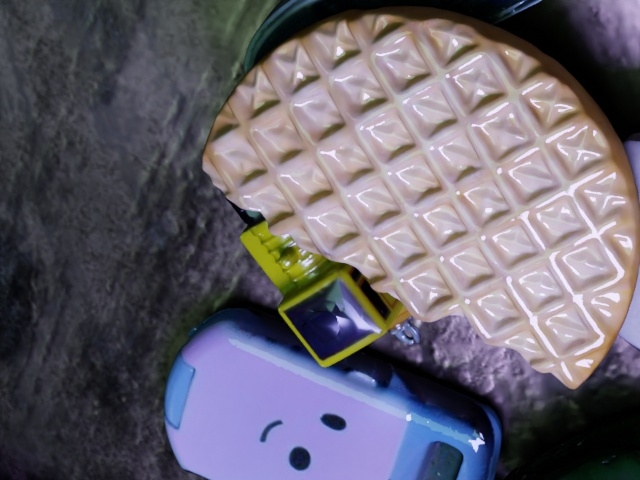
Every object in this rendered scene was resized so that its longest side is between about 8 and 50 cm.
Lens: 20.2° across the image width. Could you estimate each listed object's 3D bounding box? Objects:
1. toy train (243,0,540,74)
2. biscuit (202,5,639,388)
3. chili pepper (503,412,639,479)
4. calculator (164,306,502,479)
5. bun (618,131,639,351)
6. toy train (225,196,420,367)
[{"bbox_3d":[0.120,-0.201,1.174,0.407,0.088,0.086,-25,112,30],"label":"toy train"},{"bbox_3d":[0.080,-0.046,1.186,0.309,0.040,0.204,30,116,6],"label":"biscuit"},{"bbox_3d":[0.191,0.236,1.339,0.261,0.165,0.174,-33,119,28],"label":"chili pepper"},{"bbox_3d":[0.011,0.161,1.433,0.293,0.051,0.173,22,121,9],"label":"calculator"},{"bbox_3d":[0.265,-0.002,1.206,0.173,0.120,0.173,23,121,46],"label":"bun"},{"bbox_3d":[0.000,0.000,1.306,0.089,0.127,0.219,-31,102,28],"label":"toy train"}]
